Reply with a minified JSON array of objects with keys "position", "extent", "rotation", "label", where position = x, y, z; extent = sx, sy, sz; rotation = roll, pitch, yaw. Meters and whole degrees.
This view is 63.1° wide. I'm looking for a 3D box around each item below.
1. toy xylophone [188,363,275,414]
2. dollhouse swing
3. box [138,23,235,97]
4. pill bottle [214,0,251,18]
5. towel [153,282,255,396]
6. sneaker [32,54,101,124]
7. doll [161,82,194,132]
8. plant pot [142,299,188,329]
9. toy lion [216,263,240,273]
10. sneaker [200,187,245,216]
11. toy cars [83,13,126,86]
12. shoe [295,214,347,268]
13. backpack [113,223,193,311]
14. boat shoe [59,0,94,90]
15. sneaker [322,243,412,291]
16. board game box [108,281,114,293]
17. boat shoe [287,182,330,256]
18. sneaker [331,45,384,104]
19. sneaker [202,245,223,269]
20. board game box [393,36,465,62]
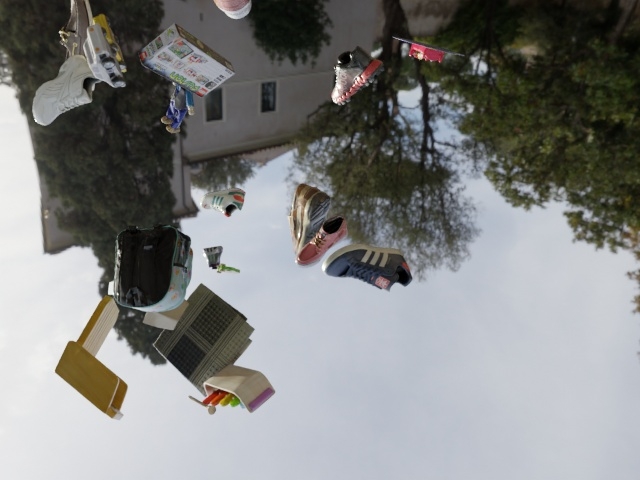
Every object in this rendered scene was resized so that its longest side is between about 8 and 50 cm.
[{"position":[-0.314,0.519,1.791],"extent":[0.236,0.081,0.322],"rotation":[-30,-165,-27],"label":"toy xylophone"},{"position":[-0.761,0.433,1.913],"extent":[0.315,0.347,0.305],"rotation":[38,-115,2],"label":"dollhouse swing"},{"position":[-0.305,-0.411,1.210],"extent":[0.114,0.036,0.207],"rotation":[-28,163,20],"label":"box"},{"position":[-0.267,-0.746,1.524],"extent":[0.121,0.121,0.216],"rotation":[6,175,4],"label":"pill bottle"},{"position":[-0.441,0.373,1.997],"extent":[0.312,0.324,0.056],"rotation":[37,178,20],"label":"towel"},{"position":[-0.721,-0.417,1.492],"extent":[0.115,0.232,0.090],"rotation":[35,176,5],"label":"sneaker"},{"position":[-0.376,-0.382,1.409],"extent":[0.046,0.189,0.129],"rotation":[-10,-124,-41],"label":"doll"},{"position":[-0.477,0.216,1.629],"extent":[0.096,0.109,0.109],"rotation":[30,-132,-6],"label":"plant pot"},{"position":[-0.375,0.121,2.141],"extent":[0.096,0.034,0.100],"rotation":[10,167,-21],"label":"toy lion"},{"position":[-0.296,-0.104,1.550],"extent":[0.161,0.057,0.075],"rotation":[-11,-116,25],"label":"sneaker"},{"position":[-0.601,-0.514,1.427],"extent":[0.087,0.176,0.394],"rotation":[-18,-148,-9],"label":"toy cars"},{"position":[0.000,0.000,1.434],"extent":[0.178,0.081,0.063],"rotation":[-37,-117,-15],"label":"shoe"},{"position":[-0.382,0.073,1.199],"extent":[0.166,0.144,0.188],"rotation":[-3,-113,11],"label":"backpack"},{"position":[-0.803,-0.645,1.715],"extent":[0.096,0.324,0.116],"rotation":[-8,-130,-29],"label":"boat shoe"},{"position":[0.173,0.105,1.762],"extent":[0.350,0.131,0.148],"rotation":[-2,-133,-33],"label":"sneaker"},{"position":[-0.627,0.175,1.840],"extent":[0.210,0.047,0.160],"rotation":[9,170,-28],"label":"board game box"},{"position":[-0.051,-0.071,1.805],"extent":[0.120,0.324,0.122],"rotation":[41,-128,21],"label":"boat shoe"},{"position":[0.097,-0.556,1.749],"extent":[0.097,0.135,0.276],"rotation":[-50,-169,-23],"label":"sneaker"},{"position":[-0.465,0.077,2.254],"extent":[0.083,0.098,0.223],"rotation":[-8,-179,-1],"label":"sneaker"},{"position":[0.235,-0.409,1.141],"extent":[0.133,0.033,0.168],"rotation":[27,-152,24],"label":"board game box"}]
